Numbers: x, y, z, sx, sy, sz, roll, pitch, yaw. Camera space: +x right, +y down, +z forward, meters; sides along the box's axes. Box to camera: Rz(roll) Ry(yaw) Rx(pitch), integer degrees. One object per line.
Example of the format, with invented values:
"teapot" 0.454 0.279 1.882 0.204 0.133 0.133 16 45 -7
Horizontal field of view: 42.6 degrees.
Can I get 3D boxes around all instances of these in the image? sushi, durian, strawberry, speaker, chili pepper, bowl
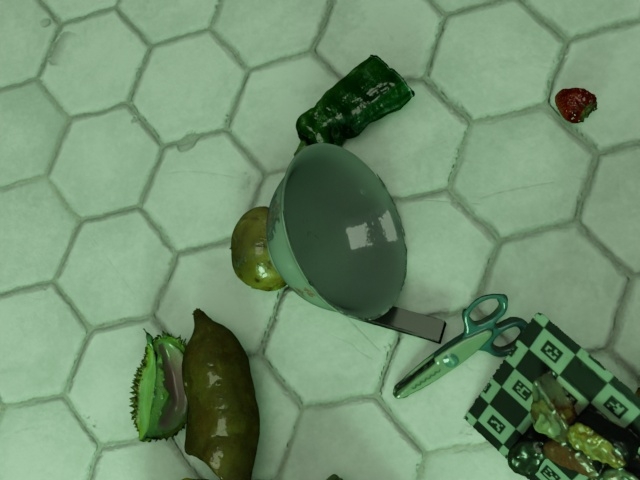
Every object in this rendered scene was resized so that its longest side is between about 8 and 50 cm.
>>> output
"sushi" 0.401 0.344 1.341 0.064 0.359 0.343 -33 65 -34
"durian" -0.321 0.292 1.664 0.095 0.137 0.221 -3 80 49
"strawberry" 0.492 -0.268 1.600 0.073 0.073 0.083 -48 58 0
"speaker" 0.147 0.153 1.603 0.191 0.040 0.046 14 81 17
"chili pepper" 0.049 -0.259 1.691 0.270 0.099 0.136 -41 80 -2
"bowl" 0.000 0.000 1.571 0.157 0.345 0.346 -21 71 39

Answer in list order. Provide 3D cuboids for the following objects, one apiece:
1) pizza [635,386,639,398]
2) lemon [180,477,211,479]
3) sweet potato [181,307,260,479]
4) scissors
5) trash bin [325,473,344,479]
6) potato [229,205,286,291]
"pizza" 0.565 0.329 1.396 0.087 0.269 0.258 14 39 21
"lemon" -0.240 0.556 1.505 0.288 0.233 0.234 -32 70 32
"sweet potato" -0.195 0.303 1.601 0.157 0.158 0.370 -9 71 12
"scissors" 0.253 0.214 1.549 0.289 0.041 0.138 -37 111 14
"trash bin" 0.035 0.579 1.452 0.247 0.121 0.243 41 47 17
"potato" -0.122 0.019 1.658 0.137 0.137 0.176 -31 69 6
